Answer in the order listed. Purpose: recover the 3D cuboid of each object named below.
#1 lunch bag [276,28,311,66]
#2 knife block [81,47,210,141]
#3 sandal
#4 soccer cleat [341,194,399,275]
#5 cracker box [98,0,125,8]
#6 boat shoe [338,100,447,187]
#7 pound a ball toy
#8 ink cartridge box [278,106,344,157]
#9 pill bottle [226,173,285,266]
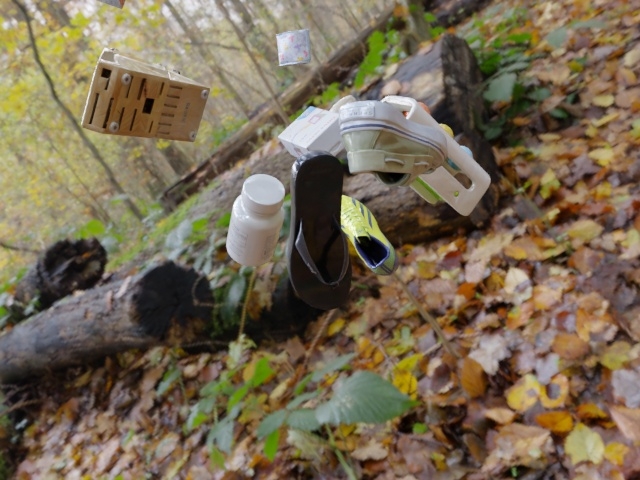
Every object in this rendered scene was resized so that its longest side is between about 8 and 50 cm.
[{"bbox_3d":[-0.050,-0.412,1.374,0.053,0.071,0.083,-17,16,-39],"label":"lunch bag"},{"bbox_3d":[-0.301,-0.229,0.943,0.275,0.242,0.088,-11,-57,-63],"label":"knife block"},{"bbox_3d":[-0.001,0.000,0.915,0.097,0.255,0.054,-17,32,-16],"label":"sandal"},{"bbox_3d":[0.110,-0.027,1.731,0.093,0.289,0.121,-42,-27,11],"label":"soccer cleat"},{"bbox_3d":[-0.546,-0.608,1.399,0.156,0.232,0.067,125,163,-78],"label":"cracker box"},{"bbox_3d":[0.104,-0.123,0.929,0.109,0.094,0.302,2,-2,30],"label":"boat shoe"},{"bbox_3d":[0.192,-0.205,1.354,0.136,0.319,0.208,-56,33,-3],"label":"pound a ball toy"},{"bbox_3d":[-0.007,-0.186,1.140,0.088,0.052,0.122,-45,33,-9],"label":"ink cartridge box"},{"bbox_3d":[-0.160,-0.051,1.608,0.131,0.131,0.229,-44,-17,-39],"label":"pill bottle"}]
